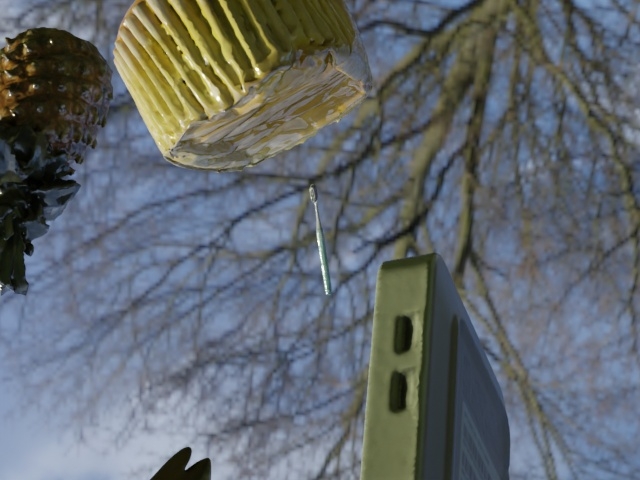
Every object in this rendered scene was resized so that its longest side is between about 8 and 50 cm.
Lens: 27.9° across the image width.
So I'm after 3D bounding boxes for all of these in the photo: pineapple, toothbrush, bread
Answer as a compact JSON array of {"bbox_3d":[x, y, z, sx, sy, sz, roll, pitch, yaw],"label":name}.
[{"bbox_3d":[-0.330,-0.090,1.403,0.141,0.170,0.310,6,-121,14],"label":"pineapple"},{"bbox_3d":[0.000,0.000,1.870,0.011,0.167,0.014,-4,-167,17],"label":"toothbrush"},{"bbox_3d":[-0.057,-0.149,1.017,0.133,0.179,0.250,58,-163,9],"label":"bread"}]

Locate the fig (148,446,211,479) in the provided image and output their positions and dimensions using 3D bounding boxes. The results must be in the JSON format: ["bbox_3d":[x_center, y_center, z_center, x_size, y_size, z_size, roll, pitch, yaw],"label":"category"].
[{"bbox_3d":[-0.194,0.192,0.480,0.369,0.286,0.286,-44,-138,-2],"label":"fig"}]

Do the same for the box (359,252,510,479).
[{"bbox_3d":[0.137,0.248,1.401,0.090,0.367,0.373,-5,-127,18],"label":"box"}]
